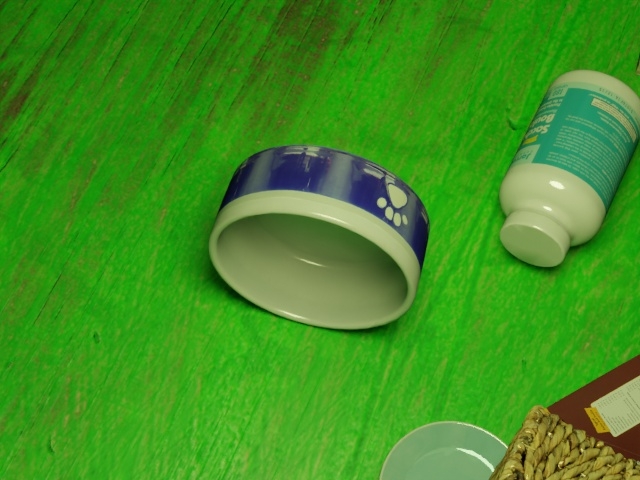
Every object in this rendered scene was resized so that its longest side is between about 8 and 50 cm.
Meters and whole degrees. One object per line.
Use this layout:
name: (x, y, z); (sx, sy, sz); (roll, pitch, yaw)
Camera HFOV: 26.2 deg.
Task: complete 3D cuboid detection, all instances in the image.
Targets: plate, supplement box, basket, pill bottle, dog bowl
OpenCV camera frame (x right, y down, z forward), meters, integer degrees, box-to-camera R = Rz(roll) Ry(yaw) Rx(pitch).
plate: (0.163, 0.313, 1.689); (0.188, 0.024, 0.188); (2, 62, -4)
supplement box: (0.374, 0.269, 1.671); (0.194, 0.129, 0.191); (-26, 66, -18)
basket: (0.246, 0.372, 1.476); (0.223, 0.299, 0.213); (30, 26, 8)
pill bottle: (0.333, -0.094, 1.861); (0.146, 0.146, 0.264); (25, 61, 9)
dog bowl: (0.000, 0.000, 1.712); (0.265, 0.265, 0.104); (15, 58, 3)

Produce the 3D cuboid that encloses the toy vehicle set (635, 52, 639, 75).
toy vehicle set: (0.584, -0.338, 2.083); (0.166, 0.035, 0.267); (17, 61, 5)
